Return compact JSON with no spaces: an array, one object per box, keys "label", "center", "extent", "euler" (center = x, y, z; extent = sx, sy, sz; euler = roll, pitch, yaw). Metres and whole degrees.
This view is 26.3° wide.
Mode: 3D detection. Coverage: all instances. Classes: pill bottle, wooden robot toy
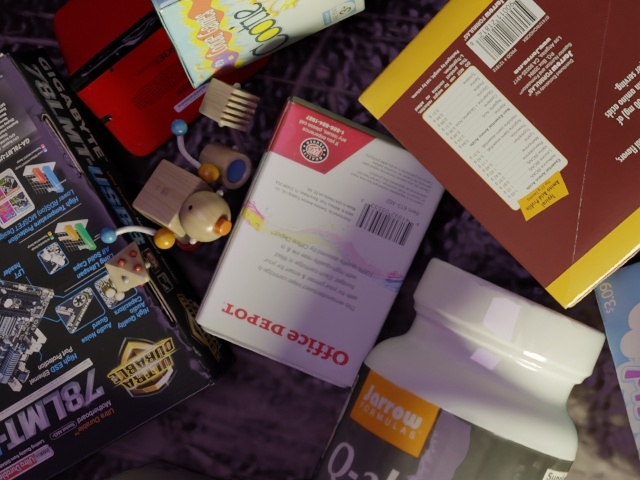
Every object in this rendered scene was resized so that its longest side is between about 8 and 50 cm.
[{"label":"pill bottle","center":[0.079,0.164,0.942],"extent":[0.162,0.162,0.278],"euler":[24,92,16]},{"label":"wooden robot toy","center":[-0.082,-0.026,0.979],"extent":[0.079,0.076,0.173],"euler":[28,82,41]}]

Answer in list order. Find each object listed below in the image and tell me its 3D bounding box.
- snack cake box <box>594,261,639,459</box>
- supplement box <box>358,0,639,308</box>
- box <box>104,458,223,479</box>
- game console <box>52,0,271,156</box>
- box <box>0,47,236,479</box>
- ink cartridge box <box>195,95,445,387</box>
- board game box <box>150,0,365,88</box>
[{"label":"snack cake box","center":[0.283,0.128,0.866],"extent":[0.152,0.089,0.264],"euler":[-22,62,23]},{"label":"supplement box","center":[0.171,-0.101,0.886],"extent":[0.194,0.129,0.191],"euler":[45,119,0]},{"label":"box","center":[-0.123,0.338,1.034],"extent":[0.148,0.121,0.311],"euler":[15,95,17]},{"label":"game console","center":[-0.127,-0.161,1.086],"extent":[0.144,0.085,0.124],"euler":[-35,112,15]},{"label":"box","center":[-0.265,0.049,1.077],"extent":[0.295,0.073,0.293],"euler":[-31,94,17]},{"label":"ink cartridge box","center":[0.000,0.000,0.998],"extent":[0.127,0.072,0.175],"euler":[23,98,-5]},{"label":"board game box","center":[-0.092,-0.275,0.970],"extent":[0.142,0.144,0.275],"euler":[-25,75,-2]}]
